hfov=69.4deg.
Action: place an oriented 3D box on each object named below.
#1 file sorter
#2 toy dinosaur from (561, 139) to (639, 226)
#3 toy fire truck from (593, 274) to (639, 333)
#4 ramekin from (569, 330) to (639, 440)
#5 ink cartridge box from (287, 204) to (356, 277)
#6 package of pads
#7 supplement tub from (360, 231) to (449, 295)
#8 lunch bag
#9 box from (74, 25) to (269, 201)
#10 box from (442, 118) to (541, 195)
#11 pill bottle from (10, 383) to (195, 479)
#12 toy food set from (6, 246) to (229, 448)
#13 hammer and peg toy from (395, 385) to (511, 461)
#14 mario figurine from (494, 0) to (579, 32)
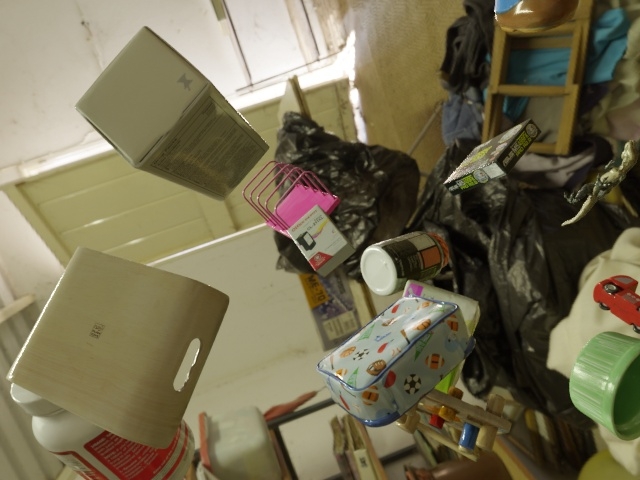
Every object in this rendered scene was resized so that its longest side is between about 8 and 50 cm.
[{"bbox_3d":[-0.117,-0.149,1.625,0.182,0.202,0.290,46,169,-33],"label":"file sorter"},{"bbox_3d":[0.678,-0.124,1.143,0.064,0.118,0.268,56,132,31],"label":"toy dinosaur"},{"bbox_3d":[0.567,0.111,0.744,0.192,0.135,0.047,-130,26,-51],"label":"toy fire truck"},{"bbox_3d":[0.902,0.424,1.395,0.148,0.303,0.303,23,134,61],"label":"ramekin"},{"bbox_3d":[0.000,0.000,1.372,0.175,0.127,0.072,52,-174,32],"label":"ink cartridge box"},{"bbox_3d":[0.330,0.288,1.384,0.101,0.229,0.297,31,-103,-66],"label":"package of pads"},{"bbox_3d":[0.322,0.076,1.722,0.193,0.316,0.194,22,118,48],"label":"supplement tub"},{"bbox_3d":[0.151,0.229,0.948,0.115,0.303,0.243,62,159,-9],"label":"lunch bag"},{"bbox_3d":[-0.198,-0.167,0.709,0.121,0.148,0.311,43,-179,7],"label":"box"},{"bbox_3d":[0.550,-0.263,1.507,0.060,0.216,0.270,46,160,-8],"label":"box"},{"bbox_3d":[-0.473,0.402,1.037,0.229,0.229,0.408,-118,5,-55],"label":"pill bottle"},{"bbox_3d":[-0.304,0.146,0.697,0.092,0.306,0.220,56,-130,-59],"label":"toy food set"},{"bbox_3d":[0.319,0.445,1.192,0.361,0.265,0.127,82,-149,-62],"label":"hammer and peg toy"},{"bbox_3d":[0.179,-0.343,0.361,0.320,0.170,0.198,54,-152,-34],"label":"mario figurine"}]
